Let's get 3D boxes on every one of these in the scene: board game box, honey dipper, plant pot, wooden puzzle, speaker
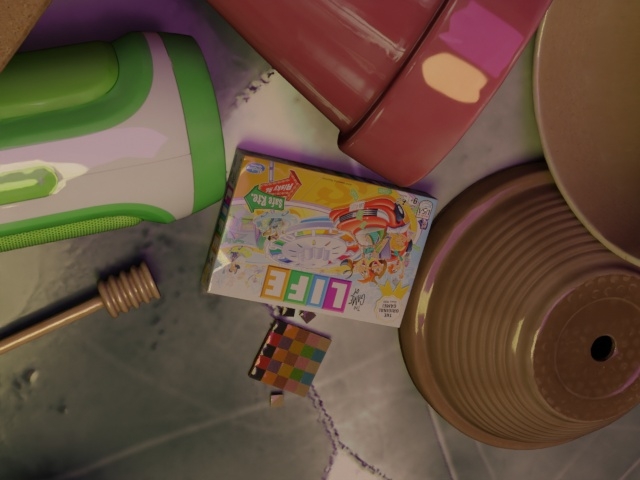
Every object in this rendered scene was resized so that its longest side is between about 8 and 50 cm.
[{"bbox_3d":[0.000,0.000,0.839,0.154,0.026,0.103,11,102,-21],"label":"board game box"},{"bbox_3d":[-0.190,0.059,0.793,0.161,0.030,0.030,-24,112,-8],"label":"honey dipper"},{"bbox_3d":[0.187,0.065,0.875,0.237,0.110,0.237,-5,108,-16],"label":"plant pot"},{"bbox_3d":[0.339,-0.120,0.819,0.274,0.256,0.256,-9,109,-33],"label":"plant pot"},{"bbox_3d":[0.031,-0.162,0.722,0.180,0.201,0.201,31,94,-8],"label":"plant pot"},{"bbox_3d":[-0.023,0.088,0.868,0.049,0.006,0.083,23,97,-23],"label":"wooden puzzle"},{"bbox_3d":[-0.214,-0.049,0.697,0.297,0.131,0.131,-12,109,-14],"label":"speaker"}]

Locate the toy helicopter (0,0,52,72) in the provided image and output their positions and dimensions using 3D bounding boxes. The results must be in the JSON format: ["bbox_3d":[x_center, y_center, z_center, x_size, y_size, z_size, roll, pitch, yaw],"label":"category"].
[{"bbox_3d":[-0.133,-0.153,0.587,0.140,0.235,0.355,38,65,-24],"label":"toy helicopter"}]
